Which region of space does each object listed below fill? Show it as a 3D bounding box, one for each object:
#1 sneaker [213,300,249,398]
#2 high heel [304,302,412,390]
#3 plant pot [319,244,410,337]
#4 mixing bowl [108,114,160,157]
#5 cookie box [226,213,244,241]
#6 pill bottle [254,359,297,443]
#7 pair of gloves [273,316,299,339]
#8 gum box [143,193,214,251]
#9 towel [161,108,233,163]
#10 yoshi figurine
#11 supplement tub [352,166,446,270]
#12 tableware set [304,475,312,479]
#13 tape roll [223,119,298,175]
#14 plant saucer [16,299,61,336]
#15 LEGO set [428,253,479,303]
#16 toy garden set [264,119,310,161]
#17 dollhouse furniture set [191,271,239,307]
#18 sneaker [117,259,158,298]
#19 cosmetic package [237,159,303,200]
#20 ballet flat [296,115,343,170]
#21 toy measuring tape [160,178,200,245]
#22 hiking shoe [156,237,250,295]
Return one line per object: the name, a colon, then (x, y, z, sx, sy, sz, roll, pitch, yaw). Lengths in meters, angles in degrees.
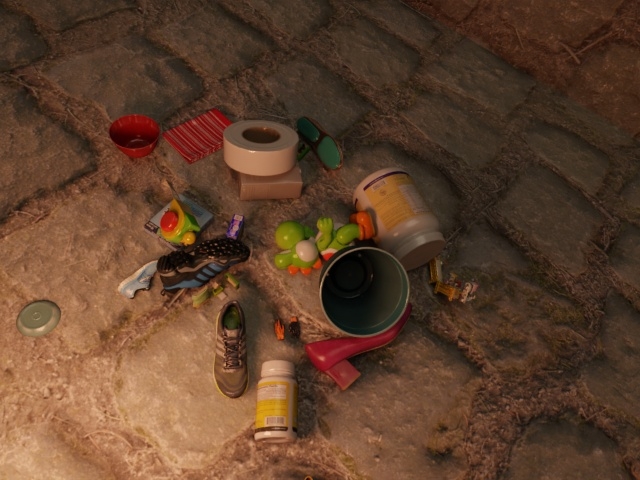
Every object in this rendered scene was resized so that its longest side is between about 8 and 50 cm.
sneaker: (-0.270, 0.316, 1.331, 0.110, 0.121, 0.300, -4, 58, -14)
high heel: (0.133, 0.284, 1.430, 0.181, 0.127, 0.377, 46, 63, 6)
plant pot: (0.115, 0.137, 1.423, 0.271, 0.255, 0.272, -1, 98, -8)
mixing bowl: (-0.705, -0.384, 1.709, 0.181, 0.098, 0.182, 5, 57, -8)
cookie box: (-0.298, -0.025, 1.557, 0.040, 0.107, 0.092, 16, 56, -3)
pill bottle: (-0.123, 0.459, 1.272, 0.119, 0.119, 0.209, 5, 56, -9)
pair of gloves: (-0.110, 0.287, 1.453, 0.083, 0.010, 0.074, -3, 57, -17)
gum box: (-0.497, -0.062, 1.578, 0.156, 0.041, 0.184, 32, 56, 9)
towel: (-0.483, -0.439, 1.835, 0.274, 0.031, 0.199, -37, 70, -29)
yoshi figurine: (-0.009, -0.026, 1.574, 0.361, 0.204, 0.203, -21, 43, -11)
supplement tub: (0.287, -0.077, 1.637, 0.240, 0.241, 0.332, -15, 62, -21)
tableware set: (-0.007, 0.712, 1.189, 0.104, 0.024, 0.154, -22, 64, -24)
tape roll: (-0.227, -0.357, 1.691, 0.285, 0.100, 0.286, 4, 38, -3)
plant saucer: (-0.842, 0.228, 1.327, 0.119, 0.021, 0.120, 6, 56, -9)
LEGO set: (0.476, 0.131, 1.628, 0.107, 0.132, 0.287, 10, 30, -26)
toy garden set: (-0.194, -0.398, 1.859, 0.244, 0.049, 0.204, 32, 57, 9)
dollhouse furniture set: (-0.338, 0.172, 1.439, 0.058, 0.076, 0.151, 42, 58, 16)
sneaker: (-0.567, 0.128, 1.440, 0.073, 0.063, 0.162, 48, 63, -1)
cosmetic package: (-0.195, -0.235, 1.722, 0.237, 0.107, 0.127, -1, 56, -16)
ballet flat: (0.021, -0.414, 1.888, 0.106, 0.107, 0.316, -1, 51, -54)
toy measuring tape: (-0.504, -0.084, 1.517, 0.121, 0.122, 0.330, -21, 48, -24)
hiking shoe: (-0.379, 0.082, 1.464, 0.303, 0.132, 0.113, -13, 43, -24)
